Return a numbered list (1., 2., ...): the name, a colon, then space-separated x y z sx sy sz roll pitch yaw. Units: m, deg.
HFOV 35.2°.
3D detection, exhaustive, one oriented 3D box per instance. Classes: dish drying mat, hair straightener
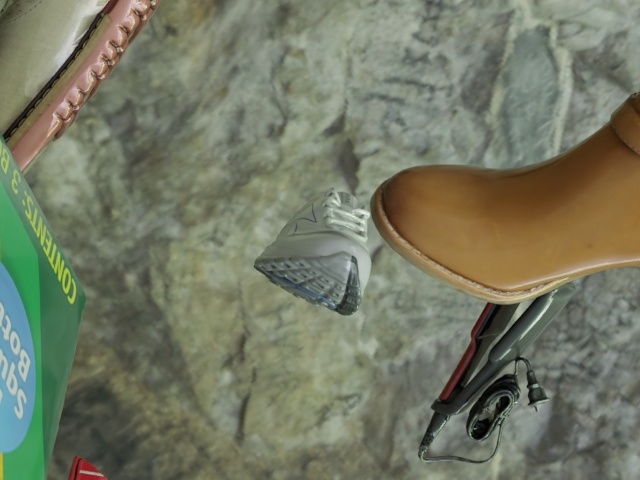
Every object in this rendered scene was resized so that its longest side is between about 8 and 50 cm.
1. dish drying mat: -0.161 0.177 0.693 0.032 0.008 0.083 47 5 -17
2. hair straightener: 0.151 0.121 0.873 0.089 0.047 0.230 50 -56 35

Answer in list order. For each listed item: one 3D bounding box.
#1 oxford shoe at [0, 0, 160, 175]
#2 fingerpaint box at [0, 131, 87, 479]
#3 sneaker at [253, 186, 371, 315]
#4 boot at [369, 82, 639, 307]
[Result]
1. oxford shoe: -0.121 -0.197 0.512 0.130 0.348 0.123 26 -15 -21
2. fingerpaint box: -0.209 -0.021 0.149 0.163 0.371 0.445 -14 -55 7
3. sneaker: 0.000 0.000 1.073 0.111 0.129 0.297 32 -4 -11
4. boot: 0.187 -0.046 0.638 0.283 0.109 0.220 17 -38 1
